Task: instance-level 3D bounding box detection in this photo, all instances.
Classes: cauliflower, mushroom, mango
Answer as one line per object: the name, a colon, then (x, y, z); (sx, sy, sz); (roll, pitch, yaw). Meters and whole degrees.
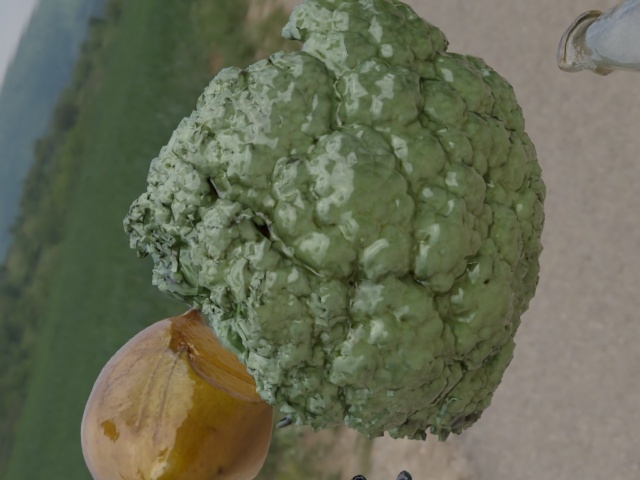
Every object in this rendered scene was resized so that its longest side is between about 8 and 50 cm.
cauliflower: (0.000, 0.000, 0.894); (0.250, 0.275, 0.272); (-11, 41, 39)
mushroom: (0.330, -0.209, 1.536); (0.116, 0.093, 0.225); (-58, 15, -28)
mango: (-0.117, 0.150, 1.235); (0.252, 0.154, 0.126); (-84, 3, -70)

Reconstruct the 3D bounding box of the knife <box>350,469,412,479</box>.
knife: (0.037, 0.234, 0.779); (0.026, 0.044, 0.296); (-39, -47, -45)
